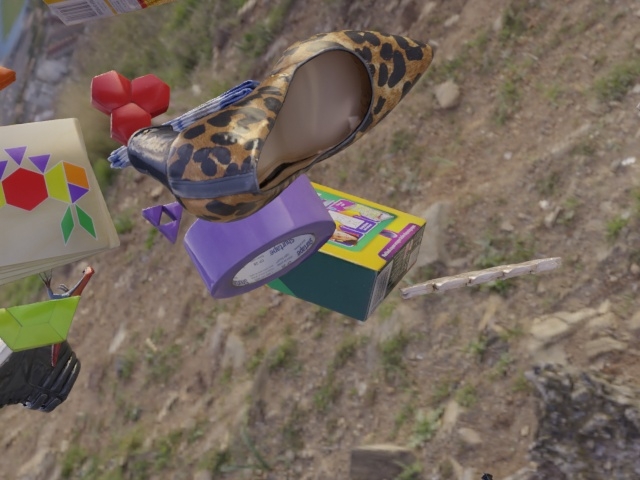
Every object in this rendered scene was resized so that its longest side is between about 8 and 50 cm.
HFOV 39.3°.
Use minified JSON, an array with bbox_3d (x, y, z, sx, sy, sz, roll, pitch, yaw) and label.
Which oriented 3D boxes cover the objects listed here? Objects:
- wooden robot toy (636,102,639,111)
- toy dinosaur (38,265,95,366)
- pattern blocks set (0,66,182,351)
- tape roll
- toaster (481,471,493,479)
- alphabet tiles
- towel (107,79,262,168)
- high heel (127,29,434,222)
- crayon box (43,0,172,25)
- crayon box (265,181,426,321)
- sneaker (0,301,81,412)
[{"bbox_3d":[0.400,-0.185,0.922,0.076,0.079,0.173,20,81,50],"label":"wooden robot toy"},{"bbox_3d":[-0.254,0.066,0.906,0.082,0.047,0.090,-32,88,11],"label":"toy dinosaur"},{"bbox_3d":[-0.291,-0.038,0.841,0.026,0.325,0.285,142,122,-64],"label":"pattern blocks set"},{"bbox_3d":[-0.079,-0.005,1.180,0.189,0.189,0.080,-40,72,36],"label":"tape roll"},{"bbox_3d":[0.341,0.503,1.497,0.129,0.146,0.227,-39,52,24],"label":"toaster"},{"bbox_3d":[0.282,0.067,1.606,0.278,0.284,0.021,46,-147,-87],"label":"alphabet tiles"},{"bbox_3d":[-0.201,-0.193,1.523,0.285,0.209,0.034,-25,90,16],"label":"towel"},{"bbox_3d":[0.007,-0.084,0.624,0.186,0.261,0.093,27,137,61],"label":"high heel"},{"bbox_3d":[-0.149,-0.248,0.632,0.278,0.165,0.081,80,177,-85],"label":"crayon box"},{"bbox_3d":[0.000,0.000,1.667,0.313,0.363,0.106,18,110,15],"label":"crayon box"},{"bbox_3d":[-0.495,0.249,1.418,0.105,0.147,0.295,-10,33,48],"label":"sneaker"}]
